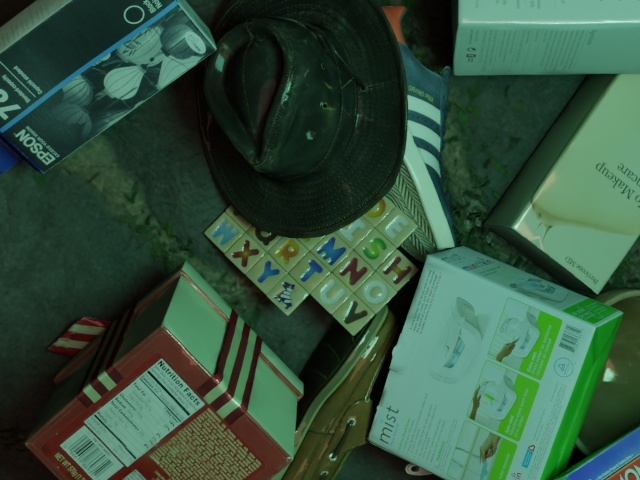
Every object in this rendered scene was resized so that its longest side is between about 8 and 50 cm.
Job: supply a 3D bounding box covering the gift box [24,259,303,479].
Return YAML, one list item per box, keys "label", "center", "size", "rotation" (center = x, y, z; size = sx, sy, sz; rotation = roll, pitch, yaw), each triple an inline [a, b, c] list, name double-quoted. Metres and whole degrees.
- label: "gift box"
  center: [-0.198, 0.202, 1.496]
  size: [0.276, 0.258, 0.255]
  rotation: [-35, 103, 11]

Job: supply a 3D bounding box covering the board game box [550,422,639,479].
- label: "board game box"
  center: [0.436, 0.332, 1.549]
  size: [0.317, 0.046, 0.213]
  rotation: [-21, 78, -40]

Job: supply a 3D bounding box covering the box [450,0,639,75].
- label: "box"
  center: [0.337, -0.335, 1.556]
  size: [0.345, 0.168, 0.215]
  rotation: [0, 76, 3]

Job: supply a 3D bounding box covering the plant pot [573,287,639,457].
- label: "plant pot"
  center: [0.381, 0.174, 1.676]
  size: [0.237, 0.110, 0.237]
  rotation: [-5, 99, -30]

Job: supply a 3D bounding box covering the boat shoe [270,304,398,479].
- label: "boat shoe"
  center: [0.020, 0.220, 1.622]
  size: [0.104, 0.111, 0.307]
  rotation: [33, 96, -16]

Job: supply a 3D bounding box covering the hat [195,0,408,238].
- label: "hat"
  center: [-0.051, -0.165, 1.488]
  size: [0.331, 0.134, 0.331]
  rotation: [1, 93, 27]

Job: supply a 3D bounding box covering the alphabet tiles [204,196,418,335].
- label: "alphabet tiles"
  center: [0.000, 0.000, 1.591]
  size: [0.198, 0.009, 0.237]
  rotation: [-45, 75, -4]

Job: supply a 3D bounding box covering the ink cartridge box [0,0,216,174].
- label: "ink cartridge box"
  center: [-0.303, -0.195, 1.460]
  size: [0.333, 0.065, 0.165]
  rotation: [-34, 131, 10]

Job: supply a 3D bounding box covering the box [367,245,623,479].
- label: "box"
  center: [0.212, 0.171, 1.549]
  size: [0.231, 0.127, 0.262]
  rotation: [23, 106, 26]

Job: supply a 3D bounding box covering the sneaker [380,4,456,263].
- label: "sneaker"
  center: [0.123, -0.142, 1.613]
  size: [0.148, 0.131, 0.350]
  rotation: [-32, 109, -28]

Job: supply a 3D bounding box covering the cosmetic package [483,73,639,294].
- label: "cosmetic package"
  center: [0.380, -0.098, 1.675]
  size: [0.160, 0.113, 0.309]
  rotation: [36, 84, -12]

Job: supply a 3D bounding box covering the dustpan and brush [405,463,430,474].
- label: "dustpan and brush"
  center: [0.209, 0.293, 1.684]
  size: [0.211, 0.060, 0.147]
  rotation: [-4, 94, -12]
